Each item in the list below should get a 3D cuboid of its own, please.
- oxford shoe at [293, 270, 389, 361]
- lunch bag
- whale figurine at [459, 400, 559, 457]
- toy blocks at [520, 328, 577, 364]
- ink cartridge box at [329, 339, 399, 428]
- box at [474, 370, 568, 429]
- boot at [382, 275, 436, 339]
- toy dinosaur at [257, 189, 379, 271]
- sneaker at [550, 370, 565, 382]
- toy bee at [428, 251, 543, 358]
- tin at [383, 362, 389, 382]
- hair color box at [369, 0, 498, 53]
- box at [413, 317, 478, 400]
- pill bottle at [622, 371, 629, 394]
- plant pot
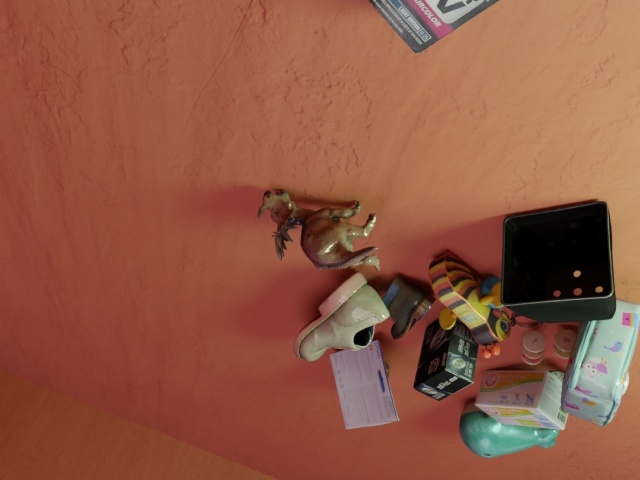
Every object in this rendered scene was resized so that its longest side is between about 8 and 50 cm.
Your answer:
[{"bbox_3d":[0.043,0.238,1.524,0.146,0.140,0.397,46,145,11],"label":"oxford shoe"},{"bbox_3d":[0.570,0.241,1.225,0.107,0.224,0.279,16,156,26],"label":"lunch bag"},{"bbox_3d":[0.534,0.558,1.717,0.272,0.141,0.216,8,141,16],"label":"whale figurine"},{"bbox_3d":[0.538,0.260,1.418,0.123,0.054,0.148,-4,152,14],"label":"toy blocks"},{"bbox_3d":[0.129,0.401,1.673,0.045,0.223,0.224,-1,162,-39],"label":"ink cartridge box"},{"bbox_3d":[0.516,0.404,1.536,0.114,0.103,0.203,38,152,-21],"label":"box"},{"bbox_3d":[0.195,0.163,1.467,0.106,0.082,0.219,40,146,9],"label":"boot"},{"bbox_3d":[0.000,0.000,1.221,0.200,0.296,0.127,-10,119,-21],"label":"toy dinosaur"},{"bbox_3d":[0.611,0.351,1.510,0.083,0.037,0.032,-7,137,34],"label":"sneaker"},{"bbox_3d":[0.357,0.158,1.292,0.298,0.162,0.195,21,141,0],"label":"toy bee"},{"bbox_3d":[0.160,0.426,1.762,0.040,0.106,0.190,17,144,-4],"label":"tin"},{"bbox_3d":[0.203,-0.397,0.721,0.174,0.105,0.347,40,139,-24],"label":"hair color box"},{"bbox_3d":[0.305,0.270,1.437,0.077,0.180,0.147,27,143,-8],"label":"box"},{"bbox_3d":[0.661,0.322,1.426,0.116,0.065,0.065,14,143,10],"label":"pill bottle"},{"bbox_3d":[0.457,0.061,1.120,0.187,0.188,0.167,-10,146,34],"label":"plant pot"}]
